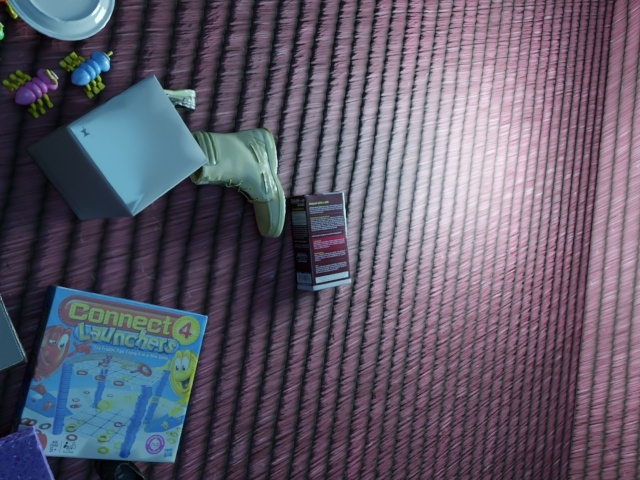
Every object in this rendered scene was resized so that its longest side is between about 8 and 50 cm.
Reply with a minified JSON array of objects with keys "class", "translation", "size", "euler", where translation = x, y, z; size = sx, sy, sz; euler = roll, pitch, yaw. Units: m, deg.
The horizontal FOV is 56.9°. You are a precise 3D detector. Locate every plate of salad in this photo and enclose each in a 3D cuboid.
[{"class":"plate of salad","translation":[-0.474,-0.463,1.066],"size":[0.200,0.048,0.199],"euler":[-4,96,-39]}]

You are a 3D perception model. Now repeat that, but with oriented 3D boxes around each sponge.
[{"class":"sponge","translation":[-0.531,0.434,1.033],"size":[0.117,0.031,0.210],"euler":[-18,113,-23]}]

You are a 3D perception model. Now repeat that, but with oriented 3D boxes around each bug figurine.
[{"class":"bug figurine","translation":[-0.532,-0.363,1.092],"size":[0.279,0.072,0.216],"euler":[48,63,-28]}]

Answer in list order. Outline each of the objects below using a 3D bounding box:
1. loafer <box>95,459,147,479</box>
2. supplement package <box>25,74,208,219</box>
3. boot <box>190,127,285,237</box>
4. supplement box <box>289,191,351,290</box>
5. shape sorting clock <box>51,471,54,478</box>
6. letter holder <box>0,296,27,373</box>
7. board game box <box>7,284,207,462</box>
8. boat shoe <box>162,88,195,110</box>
[{"class":"loafer","translation":[-0.381,0.525,1.207],"size":[0.080,0.078,0.220],"euler":[-41,114,-30]},{"class":"supplement package","translation":[-0.376,-0.156,1.073],"size":[0.177,0.293,0.175],"euler":[-43,115,-29]},{"class":"boot","translation":[-0.190,-0.125,1.343],"size":[0.204,0.095,0.261],"euler":[-10,94,-38]},{"class":"supplement box","translation":[0.000,0.000,1.507],"size":[0.130,0.073,0.239],"euler":[-8,96,-39]},{"class":"shape sorting clock","translation":[-0.588,0.480,1.070],"size":[0.206,0.040,0.206],"euler":[0,91,-38]},{"class":"letter holder","translation":[-0.673,0.155,0.936],"size":[0.302,0.152,0.214],"euler":[-25,103,-35]},{"class":"board game box","translation":[-0.409,0.266,1.162],"size":[0.308,0.086,0.301],"euler":[16,81,-31]},{"class":"boat shoe","translation":[-0.331,-0.294,1.258],"size":[0.152,0.056,0.049],"euler":[-17,95,-37]}]
